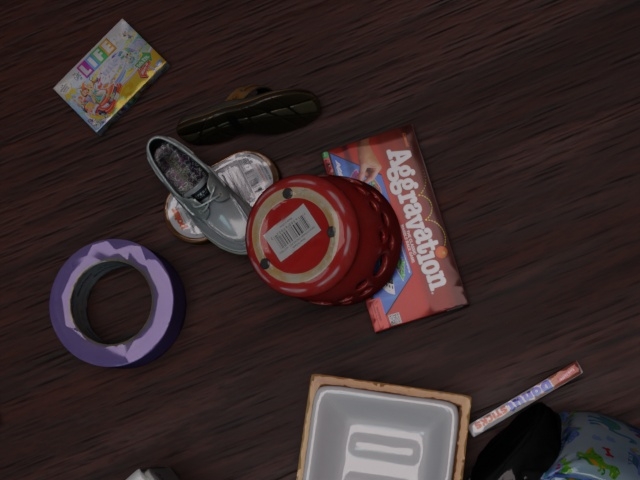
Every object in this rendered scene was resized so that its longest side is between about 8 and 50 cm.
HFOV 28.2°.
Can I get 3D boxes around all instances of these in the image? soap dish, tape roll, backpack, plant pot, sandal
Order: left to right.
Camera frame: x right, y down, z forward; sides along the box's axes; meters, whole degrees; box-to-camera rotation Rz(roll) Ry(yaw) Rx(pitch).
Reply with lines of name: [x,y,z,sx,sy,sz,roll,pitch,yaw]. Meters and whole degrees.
tape roll: [-0.300,0.095,1.892,0.189,0.080,0.189,-1,81,7]
sandal: [-0.111,-0.197,1.915,0.219,0.090,0.060,-13,59,13]
plant pot: [0.000,0.000,1.796,0.191,0.174,0.191,0,89,22]
soap dish: [0.083,0.346,1.783,0.229,0.118,0.290,7,83,9]
backpack: [0.390,0.367,1.657,0.355,0.290,0.273,45,107,5]

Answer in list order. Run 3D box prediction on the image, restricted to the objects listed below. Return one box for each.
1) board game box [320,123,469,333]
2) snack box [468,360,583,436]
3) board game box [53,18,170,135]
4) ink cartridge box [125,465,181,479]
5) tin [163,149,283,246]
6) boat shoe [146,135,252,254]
board game box: [0.109,-0.018,1.876,0.145,0.027,0.281,-18,80,4]
snack box: [0.288,0.224,1.797,0.178,0.064,0.022,-31,79,3]
board game box: [-0.323,-0.252,1.969,0.103,0.026,0.154,44,90,12]
ink cartridge box: [-0.284,0.544,1.786,0.385,0.160,0.279,-42,79,1]
tin: [-0.148,-0.066,1.916,0.190,0.040,0.106,-29,75,4]
boat shoe: [-0.176,-0.067,1.860,0.079,0.081,0.227,-45,78,1]
